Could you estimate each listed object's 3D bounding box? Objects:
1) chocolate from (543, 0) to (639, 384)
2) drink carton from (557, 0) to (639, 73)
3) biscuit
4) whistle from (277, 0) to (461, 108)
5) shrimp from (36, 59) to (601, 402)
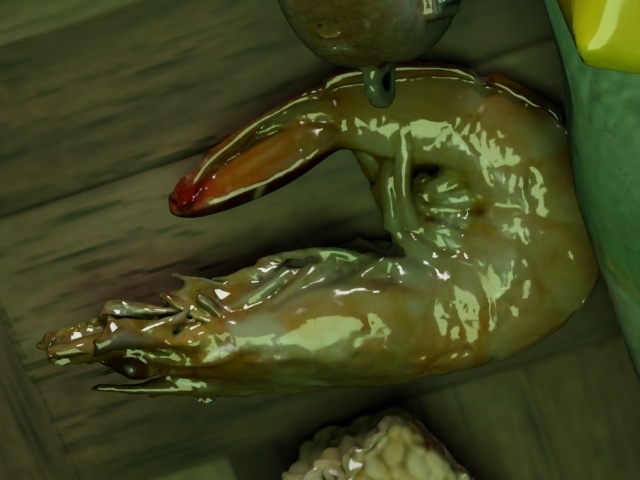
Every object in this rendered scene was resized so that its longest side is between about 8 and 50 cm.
[{"bbox_3d":[0.150,0.000,0.690,0.110,0.110,0.291,-22,111,9],"label":"chocolate"},{"bbox_3d":[0.129,-0.135,0.505,0.155,0.351,0.111,7,113,-3],"label":"drink carton"},{"bbox_3d":[0.052,0.148,0.773,0.168,0.082,0.070,48,150,-15],"label":"biscuit"},{"bbox_3d":[0.013,-0.156,0.640,0.057,0.107,0.220,-4,98,26],"label":"whistle"},{"bbox_3d":[0.000,0.002,0.724,0.236,0.053,0.133,-12,116,1],"label":"shrimp"}]
